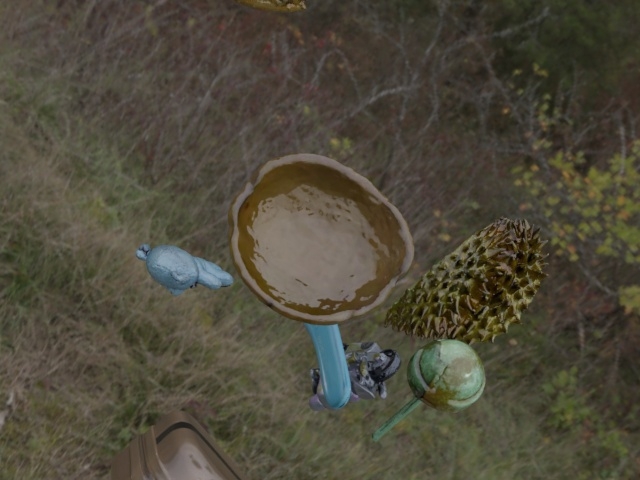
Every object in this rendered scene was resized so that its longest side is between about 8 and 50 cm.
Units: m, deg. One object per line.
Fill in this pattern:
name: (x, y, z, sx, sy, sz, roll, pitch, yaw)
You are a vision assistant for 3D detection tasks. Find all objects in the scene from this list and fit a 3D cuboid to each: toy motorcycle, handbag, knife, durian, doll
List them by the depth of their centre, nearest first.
durian: (0.181, 0.058, 1.126, 0.144, 0.252, 0.139, 33, 18, -23)
handbag: (-0.145, 0.394, 1.145, 0.149, 0.283, 0.302, -38, 99, -5)
knife: (0.006, 0.149, 1.261, 0.031, 0.064, 0.222, 21, 39, -38)
doll: (-0.223, 0.059, 1.422, 0.120, 0.075, 0.180, 26, -3, 33)
toy motorcycle: (0.044, 0.246, 1.517, 0.152, 0.225, 0.073, -48, 111, -22)

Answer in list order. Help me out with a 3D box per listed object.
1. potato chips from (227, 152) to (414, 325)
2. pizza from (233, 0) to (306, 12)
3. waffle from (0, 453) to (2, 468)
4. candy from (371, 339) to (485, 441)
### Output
potato chips: (-0.001, 0.000, 0.969, 0.208, 0.062, 0.195, -5, 82, -11)
pizza: (-0.032, -0.335, 0.958, 0.188, 0.199, 0.062, -1, 54, -51)
waffle: (-0.447, 0.384, 1.022, 0.056, 0.292, 0.309, 17, 62, -14)
candy: (0.078, 0.139, 0.722, 0.061, 0.202, 0.061, 8, 60, -14)
